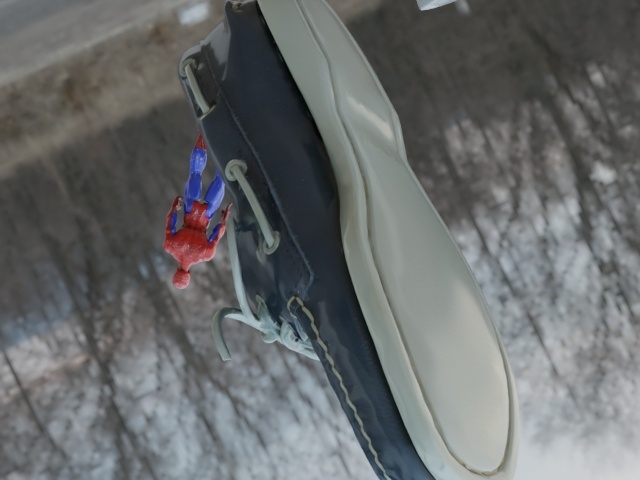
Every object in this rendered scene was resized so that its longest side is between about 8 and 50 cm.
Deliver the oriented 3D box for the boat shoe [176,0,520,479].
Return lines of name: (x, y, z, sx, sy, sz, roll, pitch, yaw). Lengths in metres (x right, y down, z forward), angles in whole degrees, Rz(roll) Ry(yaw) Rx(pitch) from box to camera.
boat shoe: (0.000, 0.000, 0.589, 0.079, 0.254, 0.095, -34, 148, 19)

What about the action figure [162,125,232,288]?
action figure: (-0.075, -0.022, 0.941, 0.038, 0.115, 0.030, 16, 152, -5)

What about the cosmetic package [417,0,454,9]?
cosmetic package: (0.094, -0.139, 0.525, 0.099, 0.060, 0.239, -23, -176, -8)
